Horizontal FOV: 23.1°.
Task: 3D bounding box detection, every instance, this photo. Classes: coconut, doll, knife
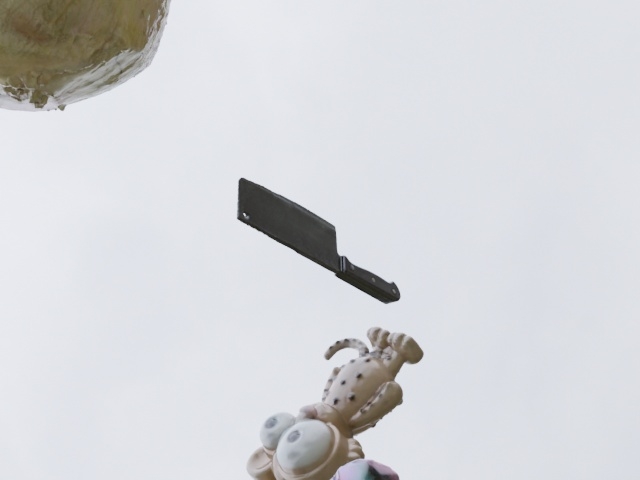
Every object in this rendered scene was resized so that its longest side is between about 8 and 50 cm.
[{"bbox_3d":[-0.288,-0.255,1.538,0.297,0.297,0.254,1,-85,-52],"label":"coconut"},{"bbox_3d":[0.020,0.225,2.005,0.119,0.154,0.278,55,-125,-32],"label":"doll"},{"bbox_3d":[0.000,0.000,1.761,0.245,0.072,0.019,31,-47,-33],"label":"knife"}]

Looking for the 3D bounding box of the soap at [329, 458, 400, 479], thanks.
[{"bbox_3d":[0.056,0.318,0.960,0.109,0.323,0.193,-25,-36,23],"label":"soap"}]
